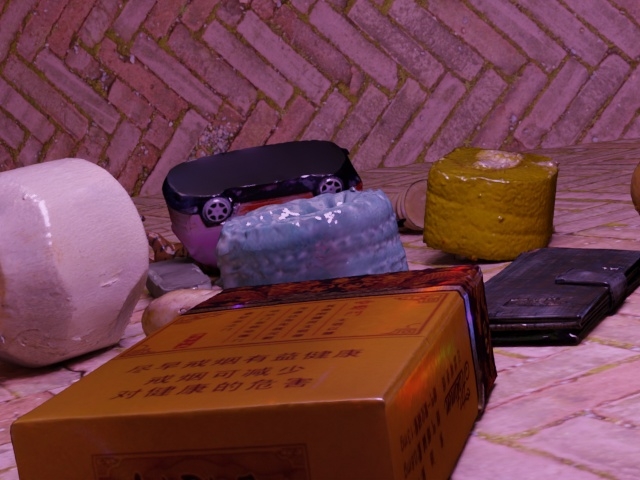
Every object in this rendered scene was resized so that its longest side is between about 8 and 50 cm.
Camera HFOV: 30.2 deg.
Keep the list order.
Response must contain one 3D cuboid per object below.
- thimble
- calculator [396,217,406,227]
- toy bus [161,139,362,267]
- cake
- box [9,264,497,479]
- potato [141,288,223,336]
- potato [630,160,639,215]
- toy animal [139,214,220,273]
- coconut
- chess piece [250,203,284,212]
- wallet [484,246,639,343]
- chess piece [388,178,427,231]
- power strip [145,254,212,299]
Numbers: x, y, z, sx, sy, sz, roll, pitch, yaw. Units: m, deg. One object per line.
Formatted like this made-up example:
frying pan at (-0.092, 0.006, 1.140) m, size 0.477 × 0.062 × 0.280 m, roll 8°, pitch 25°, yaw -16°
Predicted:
thimble at (-0.015, 0.027, 1.439) m, size 0.235 × 0.143 × 0.198 m, roll -16°, pitch 9°, yaw -9°
calculator at (0.000, -0.001, 1.993) m, size 0.165 × 0.028 × 0.274 m, roll -15°, pitch 4°, yaw -43°
toy bus at (-0.085, -0.058, 1.823) m, size 0.302 × 0.147 × 0.127 m, roll -13°, pitch 34°, yaw -12°
cake at (0.264, -0.059, 1.779) m, size 0.179 × 0.156 × 0.260 m, roll 12°, pitch 20°, yaw 19°
box at (-0.018, 0.119, 0.927) m, size 0.264 × 0.116 × 0.415 m, roll -7°, pitch 8°, yaw 16°
potato at (-0.132, 0.094, 1.343) m, size 0.170 × 0.080 × 0.107 m, roll 3°, pitch 5°, yaw 41°
potato at (0.502, -0.046, 1.496) m, size 0.203 × 0.178 × 0.158 m, roll 5°, pitch 32°, yaw 7°
toy animal at (-0.236, 0.022, 1.978) m, size 0.255 × 0.116 × 0.114 m, roll -8°, pitch -36°, yaw 27°
coconut at (-0.329, 0.027, 1.451) m, size 0.245 × 0.245 × 0.247 m, roll -1°, pitch 10°, yaw 41°
chess piece at (-0.088, 0.033, 1.671) m, size 0.139 × 0.139 × 0.271 m, roll -11°, pitch -3°, yaw -20°
wallet at (0.257, 0.058, 1.341) m, size 0.169 × 0.044 × 0.317 m, roll -2°, pitch 11°, yaw 29°
chess piece at (0.145, -0.050, 2.138) m, size 0.090 × 0.090 × 0.200 m, roll -12°, pitch -3°, yaw -24°
power strip at (-0.206, 0.065, 1.738) m, size 0.080 × 0.048 × 0.286 m, roll -12°, pitch 9°, yaw -13°
